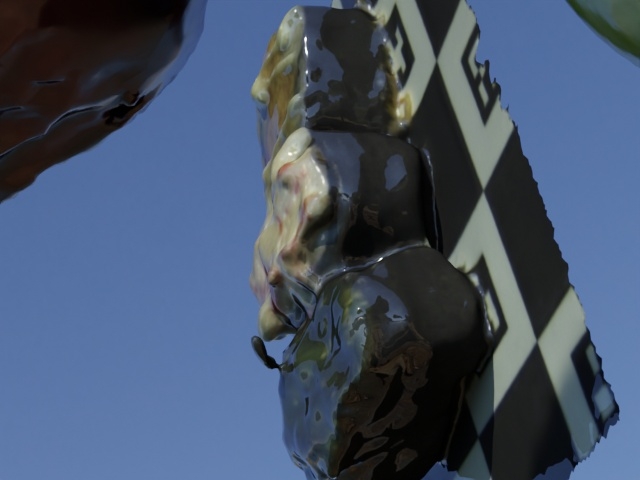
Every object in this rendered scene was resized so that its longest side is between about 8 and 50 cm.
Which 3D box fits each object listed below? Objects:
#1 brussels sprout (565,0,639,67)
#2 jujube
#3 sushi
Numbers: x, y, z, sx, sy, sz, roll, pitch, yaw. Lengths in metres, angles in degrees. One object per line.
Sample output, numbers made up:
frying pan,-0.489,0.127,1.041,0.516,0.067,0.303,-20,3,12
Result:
brussels sprout,0.149,-0.125,0.468,0.131,0.183,0.145,-28,-46,-41
jujube,-0.234,-0.149,0.868,0.376,0.258,0.258,-27,-36,15
sushi,0.000,0.000,0.732,0.100,0.373,0.296,-3,-33,-17
